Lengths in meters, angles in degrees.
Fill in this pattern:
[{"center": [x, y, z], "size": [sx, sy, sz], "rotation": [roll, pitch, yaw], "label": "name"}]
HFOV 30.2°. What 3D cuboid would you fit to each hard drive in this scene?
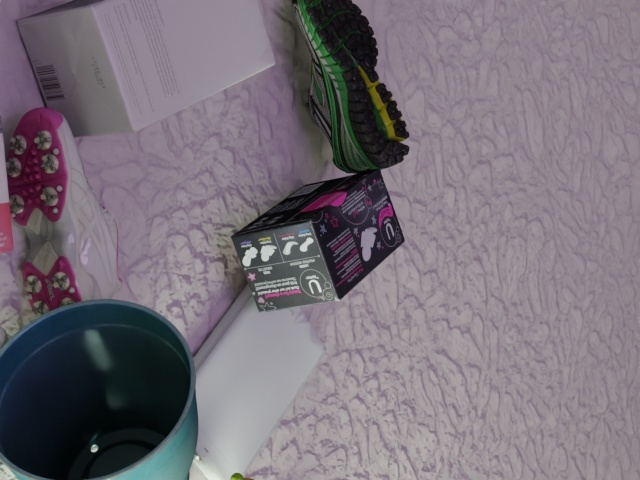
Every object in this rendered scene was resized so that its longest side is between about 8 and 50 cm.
[{"center": [-0.121, 0.225, 1.922], "size": [0.307, 0.040, 0.203], "rotation": [-54, 128, -31], "label": "hard drive"}]

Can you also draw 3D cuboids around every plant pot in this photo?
[{"center": [-0.282, 0.260, 1.577], "size": [0.271, 0.272, 0.255], "rotation": [-55, 155, -31], "label": "plant pot"}]

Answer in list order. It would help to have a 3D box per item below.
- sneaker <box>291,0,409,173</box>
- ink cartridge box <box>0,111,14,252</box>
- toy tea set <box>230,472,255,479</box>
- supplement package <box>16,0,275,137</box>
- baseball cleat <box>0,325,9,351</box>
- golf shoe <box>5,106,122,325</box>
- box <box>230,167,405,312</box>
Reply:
[{"center": [0.018, -0.270, 1.993], "size": [0.134, 0.146, 0.343], "rotation": [-17, 89, -47], "label": "sneaker"}, {"center": [-0.482, -0.112, 1.414], "size": [0.207, 0.117, 0.282], "rotation": [-18, 105, -66], "label": "ink cartridge box"}, {"center": [-0.158, 0.472, 1.844], "size": [0.200, 0.124, 0.336], "rotation": [-21, 132, -11], "label": "toy tea set"}, {"center": [-0.238, -0.277, 1.670], "size": [0.293, 0.175, 0.177], "rotation": [-33, 114, -42], "label": "supplement package"}, {"center": [-0.478, 0.193, 1.520], "size": [0.109, 0.072, 0.205], "rotation": [29, 65, -30], "label": "baseball cleat"}, {"center": [-0.346, -0.036, 1.627], "size": [0.140, 0.115, 0.306], "rotation": [-27, 118, -55], "label": "golf shoe"}, {"center": [0.000, 0.000, 1.918], "size": [0.247, 0.163, 0.142], "rotation": [-37, 112, -54], "label": "box"}]
